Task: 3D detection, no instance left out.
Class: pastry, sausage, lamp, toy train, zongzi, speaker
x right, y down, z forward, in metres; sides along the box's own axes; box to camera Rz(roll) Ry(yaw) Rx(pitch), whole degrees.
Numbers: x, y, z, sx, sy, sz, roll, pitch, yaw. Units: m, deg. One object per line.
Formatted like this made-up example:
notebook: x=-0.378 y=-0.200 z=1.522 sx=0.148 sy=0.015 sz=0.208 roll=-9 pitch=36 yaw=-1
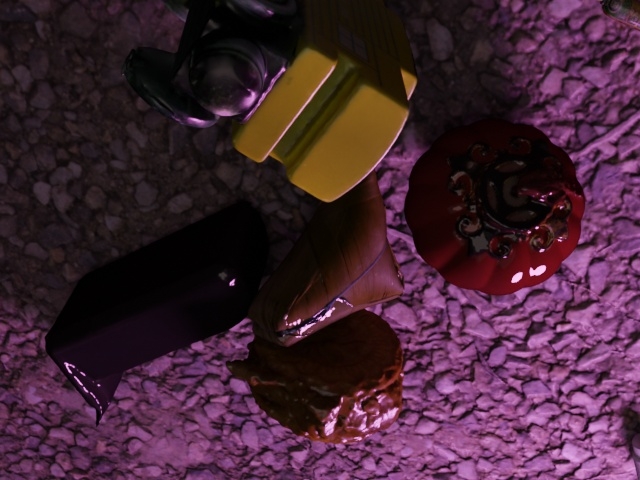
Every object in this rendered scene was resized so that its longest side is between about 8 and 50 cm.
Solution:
pastry: x=0.008 y=0.196 z=1.205 sx=0.240 sy=0.235 sz=0.132 roll=19 pitch=125 yaw=13
sausage: x=0.455 y=-0.239 z=0.997 sx=0.269 sy=0.033 sz=0.033 roll=22 pitch=120 yaw=-2
lamp: x=0.220 y=-0.044 z=1.044 sx=0.227 sy=0.227 sz=0.227 roll=5 pitch=118 yaw=9
toy train: x=-0.037 y=-0.221 z=0.889 sx=0.272 sy=0.442 sz=0.179 roll=29 pitch=120 yaw=-21
zongzi: x=0.000 y=0.000 z=1.124 sx=0.115 sy=0.228 sz=0.256 roll=24 pitch=128 yaw=48
speaker: x=-0.231 y=0.116 z=1.249 sx=0.388 sy=0.180 sz=0.184 roll=-24 pitch=118 yaw=23

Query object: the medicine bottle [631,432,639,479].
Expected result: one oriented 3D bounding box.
medicine bottle: x=0.512 y=0.343 z=1.290 sx=0.047 sy=0.047 sz=0.083 roll=-13 pitch=114 yaw=17
